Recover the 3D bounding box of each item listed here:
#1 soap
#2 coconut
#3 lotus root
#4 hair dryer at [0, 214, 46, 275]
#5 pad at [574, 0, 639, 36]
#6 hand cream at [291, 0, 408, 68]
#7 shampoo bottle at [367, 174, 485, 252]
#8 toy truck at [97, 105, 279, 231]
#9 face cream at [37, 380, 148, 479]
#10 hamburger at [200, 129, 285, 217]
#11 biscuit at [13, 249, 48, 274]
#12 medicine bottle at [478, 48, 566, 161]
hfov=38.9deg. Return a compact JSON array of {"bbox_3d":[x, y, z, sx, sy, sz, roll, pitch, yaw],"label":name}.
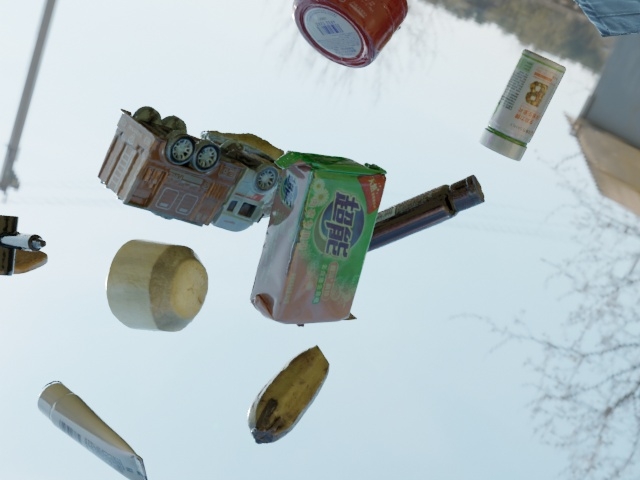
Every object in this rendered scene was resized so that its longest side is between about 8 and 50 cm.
[{"bbox_3d":[-0.002,-0.001,1.448,0.218,0.273,0.098,1,-159,-42],"label":"soap"},{"bbox_3d":[-0.363,0.096,1.954,0.222,0.202,0.202,6,-170,30],"label":"coconut"},{"bbox_3d":[-0.070,0.344,2.012,0.110,0.258,0.097,48,156,-12],"label":"lotus root"},{"bbox_3d":[-0.602,0.017,1.788,0.070,0.128,0.255,5,-179,-39],"label":"hair dryer"},{"bbox_3d":[0.643,-0.495,1.934,0.174,0.022,0.233,5,169,40],"label":"pad"},{"bbox_3d":[0.061,-0.494,1.953,0.230,0.149,0.230,31,159,14],"label":"hand cream"},{"bbox_3d":[0.234,-0.064,2.182,0.084,0.323,0.129,62,-157,-13],"label":"shampoo bottle"},{"bbox_3d":[-0.222,-0.108,1.568,0.305,0.162,0.136,17,-165,-48],"label":"toy truck"},{"bbox_3d":[-0.345,0.298,1.391,0.243,0.092,0.058,29,-128,31],"label":"face cream"},{"bbox_3d":[-0.200,-0.144,2.122,0.265,0.134,0.285,11,163,13],"label":"hamburger"},{"bbox_3d":[-0.714,0.040,1.991,0.220,0.029,0.142,-4,-153,-36],"label":"biscuit"},{"bbox_3d":[0.359,-0.241,1.614,0.086,0.183,0.086,22,-165,-6],"label":"medicine bottle"}]
